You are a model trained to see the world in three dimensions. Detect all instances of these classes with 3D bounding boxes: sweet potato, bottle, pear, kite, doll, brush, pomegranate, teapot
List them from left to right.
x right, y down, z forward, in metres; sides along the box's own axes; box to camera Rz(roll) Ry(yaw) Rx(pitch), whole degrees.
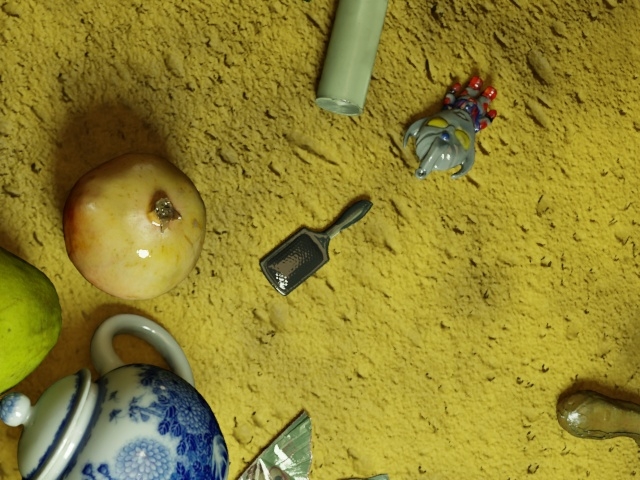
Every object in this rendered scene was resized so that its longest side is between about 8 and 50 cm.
[{"bbox_3d":[-0.439,0.096,1.424,0.269,0.212,0.212,1,84,-37],"label":"pear"},{"bbox_3d":[-0.262,0.257,1.449,0.280,0.252,0.424,31,43,-17],"label":"teapot"},{"bbox_3d":[-0.232,-0.018,1.524,0.191,0.191,0.191,2,84,-20],"label":"pomegranate"},{"bbox_3d":[-0.017,0.352,1.659,0.250,0.012,0.229,-1,89,-21],"label":"kite"},{"bbox_3d":[0.000,0.000,1.695,0.193,0.016,0.063,-39,100,-19],"label":"brush"},{"bbox_3d":[0.048,-0.284,1.711,0.072,0.072,0.201,17,79,-18],"label":"bottle"},{"bbox_3d":[0.194,-0.160,1.760,0.104,0.062,0.194,43,66,-12],"label":"doll"},{"bbox_3d":[0.455,0.281,1.815,0.233,0.062,0.081,23,93,-20],"label":"sweet potato"}]
